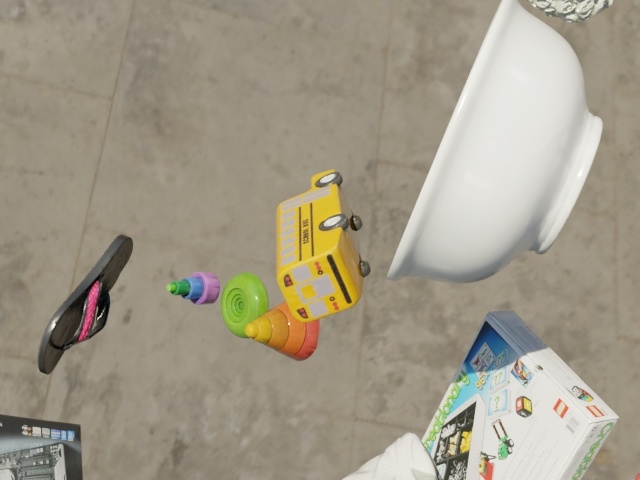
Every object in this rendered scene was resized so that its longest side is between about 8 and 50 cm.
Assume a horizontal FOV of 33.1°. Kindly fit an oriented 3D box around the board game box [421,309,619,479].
[{"bbox_3d":[0.212,0.262,1.298,0.053,0.305,0.193,-2,37,-36],"label":"board game box"}]

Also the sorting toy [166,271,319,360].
[{"bbox_3d":[-0.165,0.129,2.009,0.126,0.365,0.127,2,103,-44],"label":"sorting toy"}]

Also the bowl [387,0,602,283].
[{"bbox_3d":[0.179,-0.076,1.032,0.134,0.298,0.298,22,61,3],"label":"bowl"}]

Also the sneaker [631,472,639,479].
[{"bbox_3d":[0.203,0.249,0.681,0.088,0.093,0.225,-2,104,-2],"label":"sneaker"}]

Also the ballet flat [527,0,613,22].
[{"bbox_3d":[0.275,-0.456,1.513,0.409,0.147,0.147,36,60,-13],"label":"ballet flat"}]

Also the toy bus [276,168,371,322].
[{"bbox_3d":[0.000,0.000,1.783,0.130,0.333,0.108,-22,115,8],"label":"toy bus"}]

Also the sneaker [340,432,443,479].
[{"bbox_3d":[0.065,0.244,0.863,0.115,0.232,0.090,-26,102,-4],"label":"sneaker"}]

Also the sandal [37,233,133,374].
[{"bbox_3d":[-0.253,0.073,1.198,0.040,0.067,0.179,29,70,10],"label":"sandal"}]

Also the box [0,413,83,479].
[{"bbox_3d":[-0.456,0.362,1.473,0.307,0.076,0.242,25,52,-54],"label":"box"}]
